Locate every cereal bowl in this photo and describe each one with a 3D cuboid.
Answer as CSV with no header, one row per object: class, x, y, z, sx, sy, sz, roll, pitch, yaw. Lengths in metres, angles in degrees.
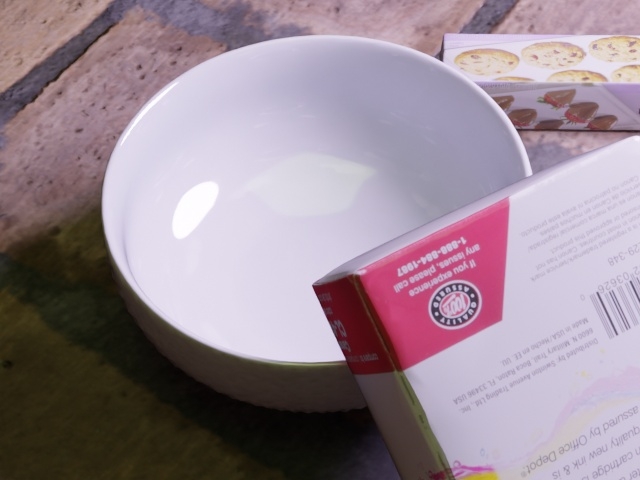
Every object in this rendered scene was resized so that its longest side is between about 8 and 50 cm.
cereal bowl,0.000,0.000,1.272,0.339,0.141,0.339,-2,51,3

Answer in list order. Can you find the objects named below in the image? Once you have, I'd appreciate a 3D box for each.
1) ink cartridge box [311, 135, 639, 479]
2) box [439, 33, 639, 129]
ink cartridge box,0.163,0.116,1.075,0.226,0.131,0.306,-25,93,-15
box,0.266,-0.139,1.418,0.324,0.063,0.067,2,52,5
